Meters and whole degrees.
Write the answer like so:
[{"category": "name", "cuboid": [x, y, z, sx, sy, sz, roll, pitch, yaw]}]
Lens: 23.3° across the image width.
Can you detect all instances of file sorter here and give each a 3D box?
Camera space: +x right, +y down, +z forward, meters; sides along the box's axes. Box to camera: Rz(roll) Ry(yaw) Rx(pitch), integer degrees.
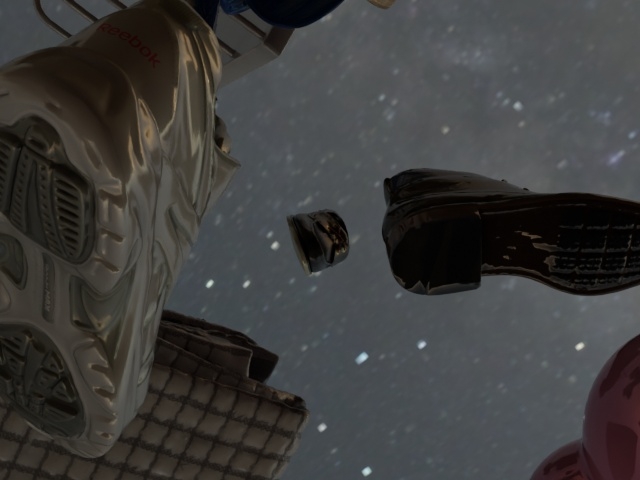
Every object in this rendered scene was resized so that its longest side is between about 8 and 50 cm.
[{"category": "file sorter", "cuboid": [-0.112, -0.254, 1.343, 0.173, 0.278, 0.193, 35, -109, -17]}]

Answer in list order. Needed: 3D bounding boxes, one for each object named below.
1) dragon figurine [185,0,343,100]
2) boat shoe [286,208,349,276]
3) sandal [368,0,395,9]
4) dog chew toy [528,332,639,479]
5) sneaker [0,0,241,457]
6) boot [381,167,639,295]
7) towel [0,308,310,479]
[{"category": "dragon figurine", "cuboid": [-0.031, -0.195, 1.045, 0.289, 0.085, 0.144, -32, -60, -26]}, {"category": "boat shoe", "cuboid": [-0.001, -0.002, 1.206, 0.042, 0.133, 0.049, -16, -88, 6]}, {"category": "sandal", "cuboid": [0.022, -0.340, 1.536, 0.240, 0.079, 0.088, 55, -154, 20]}, {"category": "dog chew toy", "cuboid": [0.253, 0.117, 0.923, 0.206, 0.332, 0.206, 40, -158, -19]}, {"category": "sneaker", "cuboid": [-0.077, -0.001, 0.614, 0.090, 0.232, 0.115, 36, -128, 11]}, {"category": "boot", "cuboid": [0.147, -0.019, 1.093, 0.219, 0.082, 0.106, 0, -149, -10]}, {"category": "towel", "cuboid": [-0.174, 0.139, 0.953, 0.284, 0.121, 0.235, 20, -82, -34]}]
